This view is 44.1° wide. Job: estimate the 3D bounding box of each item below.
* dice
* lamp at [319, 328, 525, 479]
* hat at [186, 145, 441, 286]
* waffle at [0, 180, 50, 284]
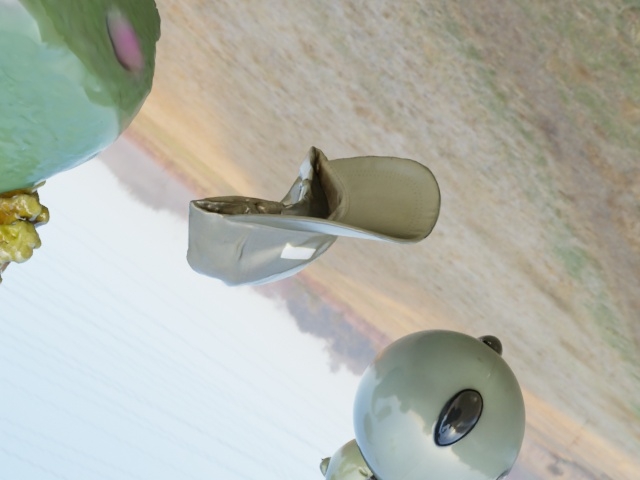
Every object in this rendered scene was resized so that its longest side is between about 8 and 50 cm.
[{"bbox_3d":[-0.381,-0.259,0.833,0.318,0.322,0.330,56,-155,-56],"label":"dice"},{"bbox_3d":[0.105,0.206,0.831,0.198,0.244,0.198,26,-153,-15],"label":"lamp"},{"bbox_3d":[0.000,0.000,0.654,0.173,0.144,0.166,32,-140,24],"label":"hat"},{"bbox_3d":[-0.470,-0.001,0.942,0.302,0.325,0.068,42,163,42],"label":"waffle"}]
